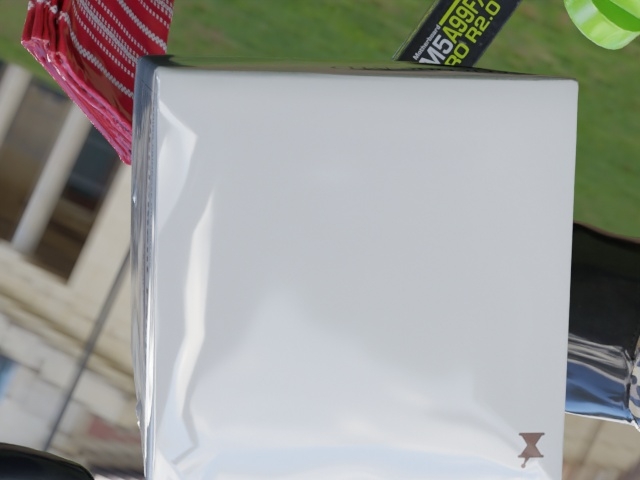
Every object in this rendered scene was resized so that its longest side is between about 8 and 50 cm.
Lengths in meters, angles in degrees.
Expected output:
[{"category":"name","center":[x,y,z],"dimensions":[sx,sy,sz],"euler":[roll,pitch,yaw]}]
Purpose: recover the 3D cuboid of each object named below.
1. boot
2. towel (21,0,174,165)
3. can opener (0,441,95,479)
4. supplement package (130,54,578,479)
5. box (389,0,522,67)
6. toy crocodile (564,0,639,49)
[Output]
[{"category":"boot","center":[0.150,0.029,1.185],"dimensions":[0.284,0.138,0.377],"euler":[13,-172,17]},{"category":"towel","center":[-0.136,-0.209,1.283],"dimensions":[0.031,0.275,0.199],"euler":[2,160,16]},{"category":"can opener","center":[-0.161,0.097,0.723],"dimensions":[0.186,0.059,0.073],"euler":[25,-147,-57]},{"category":"supplement package","center":[0.000,0.000,0.677],"dimensions":[0.139,0.134,0.244],"euler":[1,-174,-8]},{"category":"box","center":[0.129,-0.203,1.642],"dimensions":[0.060,0.270,0.216],"euler":[36,-177,-3]},{"category":"toy crocodile","center":[0.176,-0.235,1.296],"dimensions":[0.340,0.115,0.105],"euler":[26,-134,-23]}]
